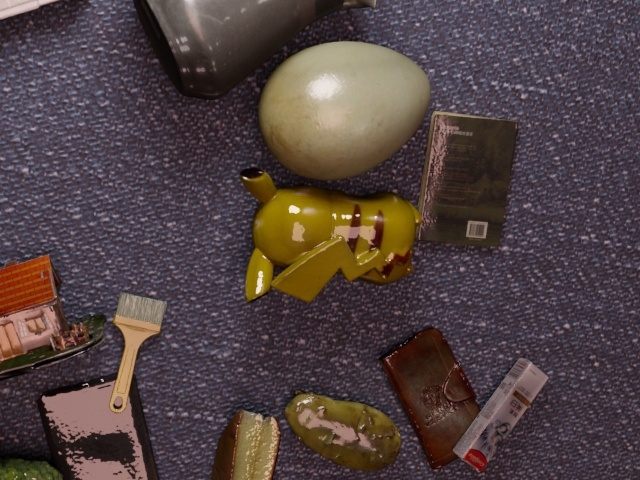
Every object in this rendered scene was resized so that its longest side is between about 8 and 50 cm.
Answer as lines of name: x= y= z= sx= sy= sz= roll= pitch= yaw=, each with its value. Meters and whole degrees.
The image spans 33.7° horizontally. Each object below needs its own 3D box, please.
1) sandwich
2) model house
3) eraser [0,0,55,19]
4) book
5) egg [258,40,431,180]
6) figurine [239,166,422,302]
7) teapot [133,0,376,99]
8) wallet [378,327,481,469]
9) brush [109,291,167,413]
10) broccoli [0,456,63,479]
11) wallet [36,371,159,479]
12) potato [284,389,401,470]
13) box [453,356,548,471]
sandwich: x=-0.135 y=0.414 z=1.861 sx=0.094 sy=0.096 sz=0.258 roll=10 pitch=98 yaw=-19
model house: x=-0.504 y=0.126 z=1.680 sx=0.294 sy=0.207 sz=0.154 roll=-18 pitch=101 yaw=-7
eraser: x=-0.558 y=-0.368 z=1.624 sx=0.404 sy=0.098 sz=0.096 roll=-19 pitch=104 yaw=-6
book: x=0.257 y=-0.106 z=1.865 sx=0.160 sy=0.024 sz=0.228 roll=5 pitch=100 yaw=-12
egg: x=0.043 y=-0.214 z=1.708 sx=0.295 sy=0.218 sz=0.218 roll=-20 pitch=104 yaw=-20
figurine: x=0.007 y=0.001 z=1.765 sx=0.327 sy=0.169 sz=0.218 roll=6 pitch=95 yaw=-12
teapot: x=-0.115 y=-0.405 z=1.646 sx=0.344 sy=0.253 sz=0.300 roll=-27 pitch=73 yaw=-11
wallet: x=0.212 y=0.285 z=1.929 sx=0.137 sy=0.031 sz=0.255 roll=-29 pitch=107 yaw=-9
brush: x=-0.325 y=0.195 z=1.805 sx=0.083 sy=0.011 sz=0.205 roll=14 pitch=87 yaw=-12
broccoli: x=-0.540 y=0.498 z=1.759 sx=0.254 sy=0.186 sz=0.302 roll=13 pitch=89 yaw=-44
wallet: x=-0.372 y=0.395 z=1.840 sx=0.170 sy=0.044 sz=0.321 roll=-13 pitch=100 yaw=-8
potato: x=0.040 y=0.338 z=1.878 sx=0.225 sy=0.090 sz=0.117 roll=24 pitch=81 yaw=-11
box: x=0.330 y=0.318 z=1.936 sx=0.055 sy=0.039 sz=0.218 roll=39 pitch=83 yaw=-22
